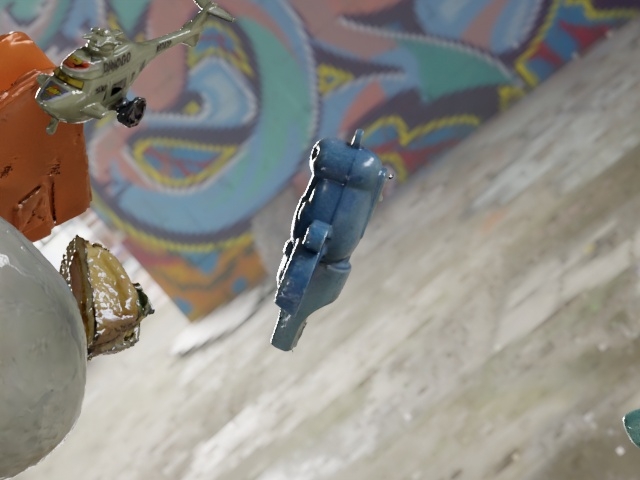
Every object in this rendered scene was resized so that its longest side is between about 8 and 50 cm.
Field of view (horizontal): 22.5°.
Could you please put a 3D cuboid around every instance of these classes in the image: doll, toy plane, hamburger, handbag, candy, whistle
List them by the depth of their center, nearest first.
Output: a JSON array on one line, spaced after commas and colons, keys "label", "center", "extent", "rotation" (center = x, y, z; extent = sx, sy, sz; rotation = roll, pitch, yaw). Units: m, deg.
[{"label": "candy", "center": [-0.322, 0.087, 1.491], "extent": [0.185, 0.296, 0.295], "rotation": [-14, 20, 21]}, {"label": "toy plane", "center": [-0.201, -0.193, 1.702], "extent": [0.286, 0.092, 0.108], "rotation": [-32, -33, -51]}, {"label": "whistle", "center": [0.000, 0.000, 1.793], "extent": [0.180, 0.093, 0.269], "rotation": [-66, -1, -75]}, {"label": "handbag", "center": [-0.465, -0.046, 1.971], "extent": [0.410, 0.116, 0.303], "rotation": [-39, -29, -29]}, {"label": "hamburger", "center": [-0.268, 0.084, 2.006], "extent": [0.087, 0.102, 0.176], "rotation": [-45, 45, 31]}, {"label": "doll", "center": [0.452, 0.286, 2.114], "extent": [0.059, 0.158, 0.159], "rotation": [-27, 45, 13]}]
